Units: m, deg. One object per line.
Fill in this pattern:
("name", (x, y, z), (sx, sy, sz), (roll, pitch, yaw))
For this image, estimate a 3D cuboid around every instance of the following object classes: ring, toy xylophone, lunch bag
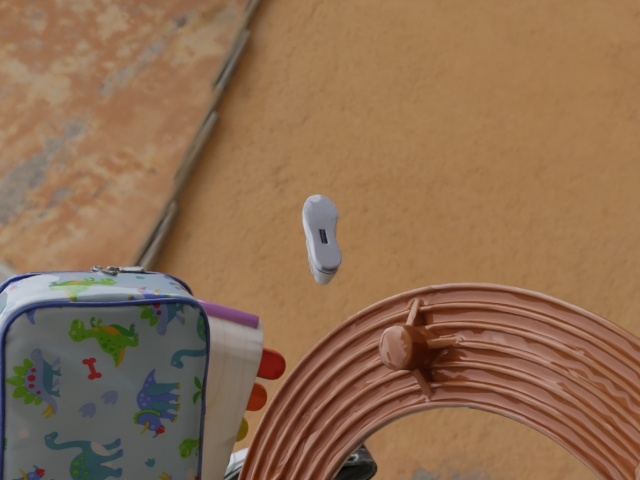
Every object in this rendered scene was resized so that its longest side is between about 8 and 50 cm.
("ring", (0.059, 0.186, 0.452), (0.032, 0.336, 0.337), (7, -64, -46))
("toy xylophone", (-0.197, 0.230, 1.351), (0.323, 0.236, 0.081), (-64, 13, 8))
("lunch bag", (-0.183, 0.132, 0.809), (0.176, 0.090, 0.219), (-1, -72, -22))

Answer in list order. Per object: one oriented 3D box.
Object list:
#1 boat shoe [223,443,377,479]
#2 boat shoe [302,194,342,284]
("boat shoe", (-0.061, 0.378, 1.534), (0.335, 0.119, 0.121), (-24, -52, -26))
("boat shoe", (0.000, 0.000, 0.950), (0.035, 0.035, 0.100), (109, 158, -43))
